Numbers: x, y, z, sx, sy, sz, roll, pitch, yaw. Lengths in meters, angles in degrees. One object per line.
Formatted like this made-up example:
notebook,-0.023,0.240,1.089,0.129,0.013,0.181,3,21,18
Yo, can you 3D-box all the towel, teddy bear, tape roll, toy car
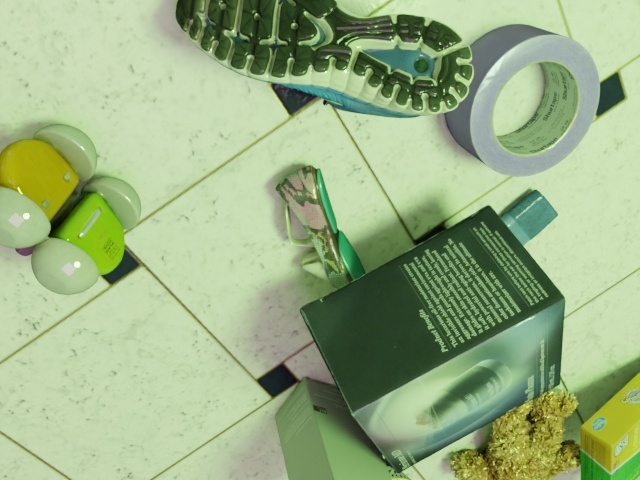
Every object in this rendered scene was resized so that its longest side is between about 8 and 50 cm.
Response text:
towel,0.305,-0.022,0.965,0.119,0.029,0.067,-42,122,8
teddy bear,0.380,0.417,1.182,0.245,0.113,0.338,14,112,-22
tape roll,0.269,-0.187,0.834,0.188,0.080,0.189,-7,119,-13
toy car,-0.312,-0.029,0.715,0.136,0.159,0.182,-13,129,31

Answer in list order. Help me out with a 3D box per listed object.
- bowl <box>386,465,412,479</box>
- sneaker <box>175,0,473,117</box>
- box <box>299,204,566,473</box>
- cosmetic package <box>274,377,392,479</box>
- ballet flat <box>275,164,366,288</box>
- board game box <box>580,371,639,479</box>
bowl,0.100,0.469,1.139,0.170,0.080,0.170,-8,120,-14
sneaker,-0.004,-0.206,0.704,0.329,0.147,0.130,20,85,-4
box,0.170,0.157,0.885,0.294,0.183,0.296,-28,142,1
cosmetic package,0.021,0.338,0.949,0.127,0.238,0.107,26,108,-28
ballet flat,0.000,0.000,0.863,0.079,0.077,0.222,-18,119,14
board game box,0.626,0.365,1.197,0.316,0.064,0.242,-31,125,-23
